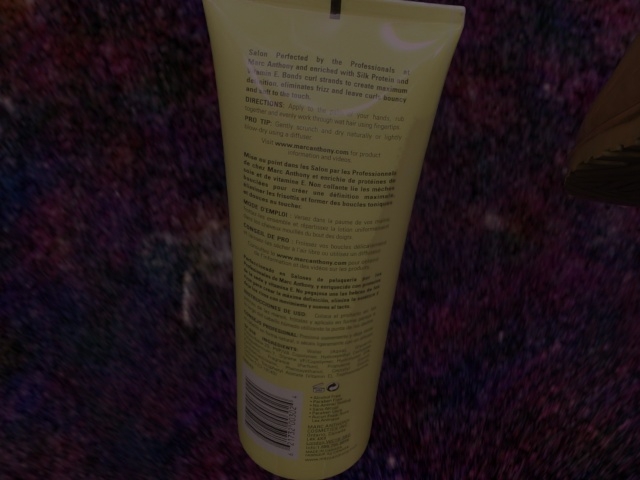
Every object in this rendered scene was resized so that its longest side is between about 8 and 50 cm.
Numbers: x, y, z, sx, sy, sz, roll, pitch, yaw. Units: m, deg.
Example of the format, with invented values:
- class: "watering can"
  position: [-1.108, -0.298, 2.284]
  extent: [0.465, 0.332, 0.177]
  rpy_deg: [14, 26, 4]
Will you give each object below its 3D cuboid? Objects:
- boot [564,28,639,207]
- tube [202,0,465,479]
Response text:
- class: "boot"
  position: [0.185, -0.162, 0.643]
  extent: [0.089, 0.236, 0.269]
  rpy_deg: [11, 75, -10]
- class: "tube"
  position: [0.000, 0.000, 0.589]
  extent: [0.070, 0.240, 0.062]
  rpy_deg: [-24, 50, -25]
